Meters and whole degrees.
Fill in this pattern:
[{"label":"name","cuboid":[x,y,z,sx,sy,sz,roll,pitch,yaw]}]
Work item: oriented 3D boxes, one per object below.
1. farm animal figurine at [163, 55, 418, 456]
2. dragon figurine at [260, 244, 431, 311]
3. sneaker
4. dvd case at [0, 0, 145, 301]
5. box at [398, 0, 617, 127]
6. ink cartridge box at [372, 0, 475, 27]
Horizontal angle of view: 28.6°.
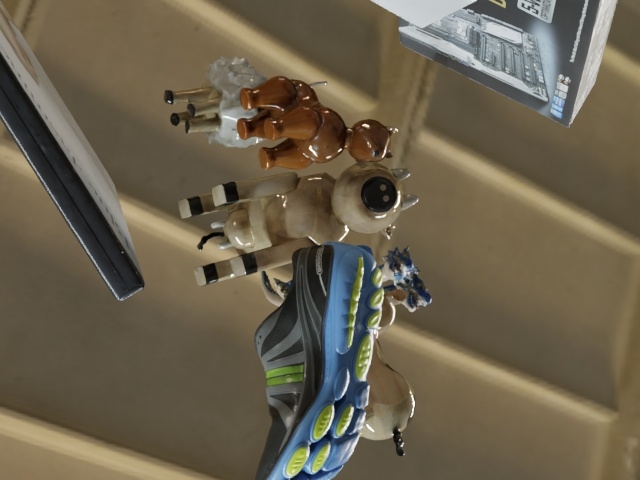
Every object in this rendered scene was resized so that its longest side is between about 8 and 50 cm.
[{"label":"farm animal figurine","cuboid":[0.000,0.000,1.160,0.172,0.326,0.330,-13,-73,-27]},{"label":"dragon figurine","cuboid":[0.027,0.060,1.505,0.144,0.289,0.085,-22,-82,-18]},{"label":"sneaker","cuboid":[-0.010,0.092,0.875,0.067,0.078,0.188,14,-92,-50]},{"label":"dvd case","cuboid":[-0.176,-0.075,0.807,0.022,0.253,0.180,-30,-70,-3]},{"label":"box","cuboid":[0.206,-0.273,1.412,0.076,0.242,0.307,-58,-14,-15]},{"label":"ink cartridge box","cuboid":[0.094,-0.226,0.915,0.052,0.088,0.122,28,-103,-17]}]
